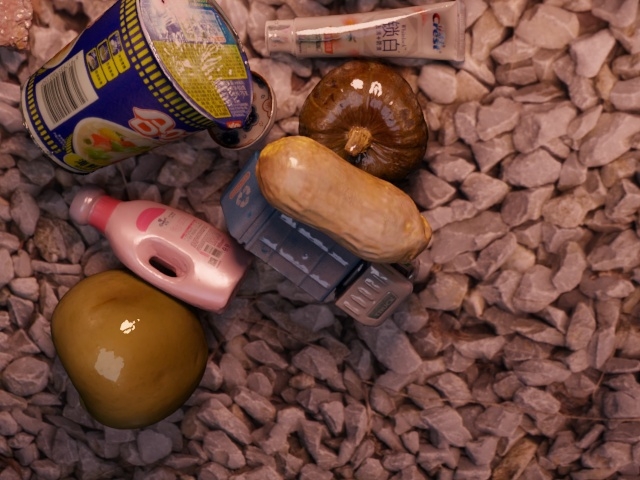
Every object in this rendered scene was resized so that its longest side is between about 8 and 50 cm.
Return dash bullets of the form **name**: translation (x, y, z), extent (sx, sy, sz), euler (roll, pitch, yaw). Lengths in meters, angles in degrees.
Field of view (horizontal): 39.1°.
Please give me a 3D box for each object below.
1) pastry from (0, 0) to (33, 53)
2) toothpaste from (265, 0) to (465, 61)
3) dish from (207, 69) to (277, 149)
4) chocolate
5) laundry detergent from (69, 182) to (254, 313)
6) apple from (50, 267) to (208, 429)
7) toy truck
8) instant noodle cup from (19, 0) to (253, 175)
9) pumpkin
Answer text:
- **pastry**: translation (-0.520, -0.441, 1.485), extent (0.112, 0.103, 0.265), euler (2, 113, -36)
- **toothpaste**: translation (0.073, -0.335, 1.468), extent (0.323, 0.066, 0.100), euler (-2, 114, 4)
- **dish**: translation (-0.121, -0.216, 1.550), extent (0.141, 0.078, 0.141), euler (-5, 80, 29)
- **chocolate**: translation (0.035, -0.059, 1.422), extent (0.309, 0.134, 0.134), euler (27, 116, -16)
- **laundry detergent**: translation (-0.294, 0.004, 1.631), extent (0.335, 0.159, 0.088), euler (27, 144, 2)
- **apple**: translation (-0.340, 0.195, 1.648), extent (0.257, 0.233, 0.295), euler (-24, 102, -17)
- **toy truck**: translation (0.000, 0.000, 1.566), extent (0.367, 0.175, 0.146), euler (35, 116, -11)
- **instant noodle cup**: translation (-0.311, -0.251, 1.466), extent (0.312, 0.284, 0.284), euler (-23, 109, 26)
- **pumpkin**: translation (0.064, -0.186, 1.481), extent (0.218, 0.162, 0.219), euler (4, 119, 7)
